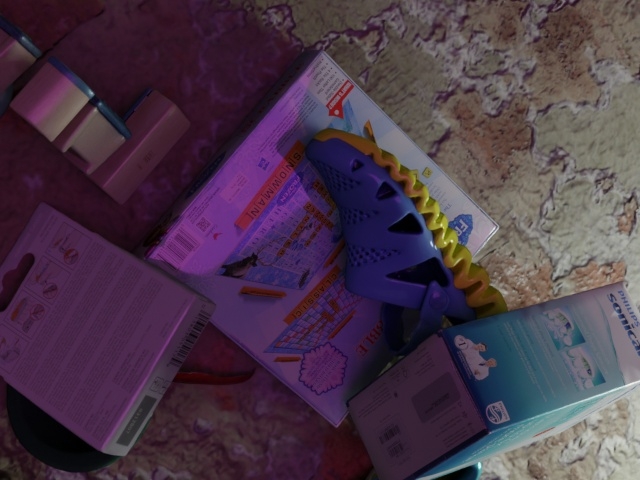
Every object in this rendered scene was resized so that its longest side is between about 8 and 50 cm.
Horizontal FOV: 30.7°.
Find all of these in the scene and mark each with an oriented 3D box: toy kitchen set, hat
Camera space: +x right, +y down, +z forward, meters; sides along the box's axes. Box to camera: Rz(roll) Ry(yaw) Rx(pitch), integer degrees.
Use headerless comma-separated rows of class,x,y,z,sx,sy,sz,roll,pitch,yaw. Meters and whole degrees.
toy kitchen set,-0.265,-0.163,1.231,0.122,0.166,0.207,-50,155,-7
hat,-0.223,0.186,1.335,0.208,0.183,0.173,16,81,20

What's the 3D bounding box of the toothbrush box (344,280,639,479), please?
toothbrush box,0.214,0.168,1.341,0.295,0.216,0.126,-12,68,-36

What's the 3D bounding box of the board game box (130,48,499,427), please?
board game box,0.000,0.000,1.366,0.318,0.066,0.319,43,83,-21

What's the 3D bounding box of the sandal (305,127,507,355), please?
sandal,0.079,0.014,1.299,0.138,0.126,0.317,-40,109,-7

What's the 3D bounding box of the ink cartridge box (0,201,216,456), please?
ink cartridge box,-0.252,0.091,1.245,0.189,0.232,0.066,-59,150,-4

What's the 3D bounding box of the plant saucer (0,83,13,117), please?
plant saucer,-0.382,-0.166,1.222,0.119,0.021,0.119,-3,100,-19

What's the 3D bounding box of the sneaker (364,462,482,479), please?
sneaker,0.084,0.336,1.427,0.275,0.110,0.107,-43,110,-9
